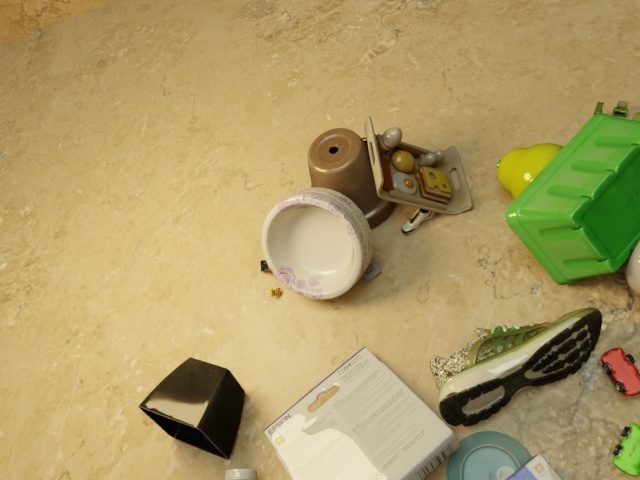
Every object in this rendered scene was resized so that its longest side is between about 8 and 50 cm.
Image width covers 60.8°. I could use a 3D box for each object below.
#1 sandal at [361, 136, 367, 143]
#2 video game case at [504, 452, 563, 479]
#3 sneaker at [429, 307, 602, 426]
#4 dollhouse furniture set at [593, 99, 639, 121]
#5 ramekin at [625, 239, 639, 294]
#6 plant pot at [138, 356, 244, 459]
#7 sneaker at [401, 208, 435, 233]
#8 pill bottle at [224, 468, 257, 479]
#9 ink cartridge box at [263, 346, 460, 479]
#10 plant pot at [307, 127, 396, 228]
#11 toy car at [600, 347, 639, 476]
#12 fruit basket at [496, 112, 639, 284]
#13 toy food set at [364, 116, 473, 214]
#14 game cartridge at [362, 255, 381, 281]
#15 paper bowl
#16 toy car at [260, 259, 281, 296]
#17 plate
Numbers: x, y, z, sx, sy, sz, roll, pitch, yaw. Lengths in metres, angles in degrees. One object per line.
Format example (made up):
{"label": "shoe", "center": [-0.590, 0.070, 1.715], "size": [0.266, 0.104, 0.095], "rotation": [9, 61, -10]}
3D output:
{"label": "sandal", "center": [0.142, -0.291, 1.661], "size": [0.179, 0.040, 0.067], "rotation": [-11, 58, 15]}
{"label": "video game case", "center": [0.395, 0.586, 1.020], "size": [0.269, 0.061, 0.244], "rotation": [-38, 61, -3]}
{"label": "sneaker", "center": [0.414, 0.231, 1.201], "size": [0.410, 0.158, 0.182], "rotation": [-26, 38, -1]}
{"label": "dollhouse furniture set", "center": [0.792, -0.318, 1.413], "size": [0.151, 0.059, 0.076], "rotation": [19, 70, 29]}
{"label": "ramekin", "center": [0.738, 0.042, 1.140], "size": [0.207, 0.207, 0.109], "rotation": [-46, 47, -8]}
{"label": "plant pot", "center": [-0.295, 0.402, 1.351], "size": [0.188, 0.188, 0.167], "rotation": [9, 52, 25]}
{"label": "sneaker", "center": [0.260, -0.061, 1.479], "size": [0.109, 0.044, 0.040], "rotation": [-40, 57, -3]}
{"label": "pill bottle", "center": [-0.182, 0.614, 1.219], "size": [0.103, 0.103, 0.184], "rotation": [-11, 58, 15]}
{"label": "ink cartridge box", "center": [0.077, 0.437, 1.204], "size": [0.324, 0.071, 0.330], "rotation": [-37, 36, -10]}
{"label": "plant pot", "center": [0.072, -0.183, 1.512], "size": [0.262, 0.229, 0.263], "rotation": [-9, 59, 15]}
{"label": "toy car", "center": [0.642, 0.359, 1.079], "size": [0.239, 0.053, 0.225], "rotation": [27, 74, 32]}
{"label": "fruit basket", "center": [0.593, -0.112, 1.296], "size": [0.392, 0.283, 0.392], "rotation": [-41, 13, 11]}
{"label": "toy food set", "center": [0.259, -0.200, 1.439], "size": [0.092, 0.306, 0.220], "rotation": [-47, 42, 46]}
{"label": "game cartridge", "center": [0.126, 0.068, 1.473], "size": [0.056, 0.017, 0.083], "rotation": [-37, 55, 2]}
{"label": "paper bowl", "center": [0.000, 0.000, 1.430], "size": [0.284, 0.285, 0.148], "rotation": [4, 21, 23]}
{"label": "toy car", "center": [-0.139, 0.107, 1.552], "size": [0.040, 0.060, 0.122], "rotation": [-2, 70, -31]}
{"label": "plate", "center": [0.355, 0.490, 1.131], "size": [0.188, 0.024, 0.188], "rotation": [-10, 58, 16]}
